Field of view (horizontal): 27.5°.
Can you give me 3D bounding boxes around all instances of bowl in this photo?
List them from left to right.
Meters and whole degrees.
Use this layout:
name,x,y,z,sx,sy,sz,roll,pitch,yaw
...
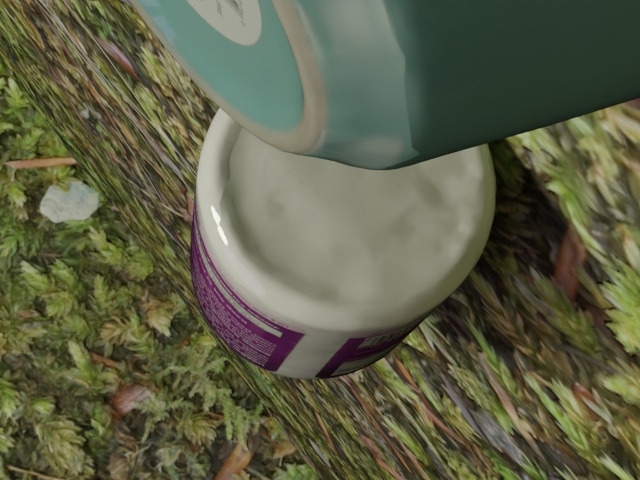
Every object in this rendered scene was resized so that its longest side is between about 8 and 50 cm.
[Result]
name,x,y,z,sx,sy,sz,roll,pitch,yaw
bowl,0.007,-0.148,0.471,0.311,0.163,0.311,48,165,18

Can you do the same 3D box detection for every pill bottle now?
name,x,y,z,sx,sy,sz,roll,pitch,yaw
pill bottle,0.000,0.000,0.848,0.169,0.169,0.301,52,166,6
